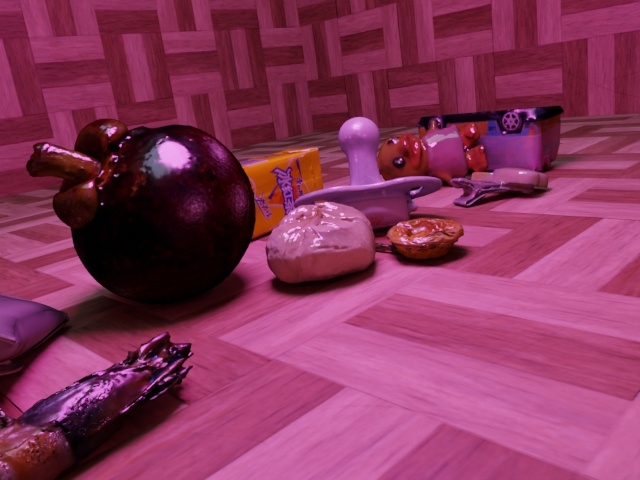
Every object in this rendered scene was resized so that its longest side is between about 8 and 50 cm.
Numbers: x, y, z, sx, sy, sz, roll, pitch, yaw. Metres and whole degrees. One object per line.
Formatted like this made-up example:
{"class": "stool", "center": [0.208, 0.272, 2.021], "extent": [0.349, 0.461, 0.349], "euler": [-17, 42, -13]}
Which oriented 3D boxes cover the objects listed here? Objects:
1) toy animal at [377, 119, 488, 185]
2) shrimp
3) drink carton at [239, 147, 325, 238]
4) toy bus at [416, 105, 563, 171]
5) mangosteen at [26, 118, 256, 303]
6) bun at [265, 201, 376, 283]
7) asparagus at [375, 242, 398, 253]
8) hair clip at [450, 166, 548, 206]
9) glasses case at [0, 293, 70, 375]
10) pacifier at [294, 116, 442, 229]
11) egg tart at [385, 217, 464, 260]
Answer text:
{"class": "toy animal", "center": [0.265, -0.214, 1.476], "extent": [0.281, 0.195, 0.169], "euler": [-7, -25, -10]}
{"class": "shrimp", "center": [-0.270, 0.157, 0.552], "extent": [0.290, 0.054, 0.222], "euler": [-25, 22, -38]}
{"class": "drink carton", "center": [-0.143, -0.092, 1.221], "extent": [0.111, 0.154, 0.351], "euler": [6, 20, 40]}
{"class": "toy bus", "center": [0.449, -0.273, 1.572], "extent": [0.386, 0.162, 0.171], "euler": [7, 18, 44]}
{"class": "mangosteen", "center": [-0.247, -0.056, 0.876], "extent": [0.297, 0.293, 0.297], "euler": [-17, 22, 7]}
{"class": "bun", "center": [0.000, 0.000, 0.890], "extent": [0.188, 0.111, 0.164], "euler": [-11, 18, -24]}
{"class": "asparagus", "center": [0.087, 0.008, 0.998], "extent": [0.018, 0.015, 0.127], "euler": [-21, 20, -37]}
{"class": "hair clip", "center": [0.390, -0.124, 1.256], "extent": [0.218, 0.071, 0.159], "euler": [-7, 12, -12]}
{"class": "glasses case", "center": [-0.395, 0.116, 0.683], "extent": [0.128, 0.083, 0.308], "euler": [7, -3, -12]}
{"class": "pacifier", "center": [0.089, -0.129, 1.127], "extent": [0.287, 0.225, 0.238], "euler": [-6, -4, 4]}
{"class": "egg tart", "center": [0.166, -0.002, 0.925], "extent": [0.130, 0.052, 0.130], "euler": [-7, 16, 2]}
